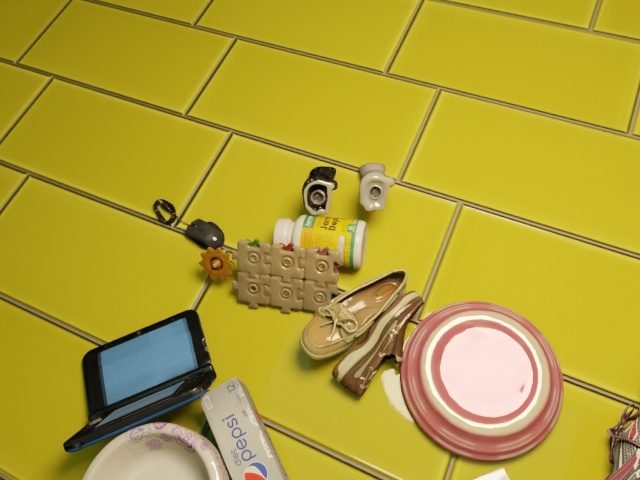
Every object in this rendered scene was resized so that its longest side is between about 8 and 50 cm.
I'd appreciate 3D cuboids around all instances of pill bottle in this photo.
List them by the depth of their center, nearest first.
[{"bbox_3d":[0.000,0.000,1.236,0.208,0.117,0.117,6,65,11],"label":"pill bottle"}]

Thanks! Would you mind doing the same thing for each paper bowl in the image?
[{"bbox_3d":[-0.308,0.508,1.009,0.284,0.148,0.284,-3,64,6],"label":"paper bowl"}]

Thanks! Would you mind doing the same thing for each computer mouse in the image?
[{"bbox_3d":[-0.345,-0.049,1.348,0.242,0.041,0.071,28,71,20],"label":"computer mouse"}]

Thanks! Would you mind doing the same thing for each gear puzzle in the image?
[{"bbox_3d":[-0.120,0.077,1.214,0.339,0.175,0.044,7,23,9],"label":"gear puzzle"}]

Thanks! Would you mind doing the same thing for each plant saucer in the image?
[{"bbox_3d":[0.333,0.276,1.078,0.332,0.084,0.332,-3,64,7],"label":"plant saucer"}]

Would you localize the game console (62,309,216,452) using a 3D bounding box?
[{"bbox_3d":[-0.394,0.285,1.121,0.293,0.250,0.173,-23,89,-4],"label":"game console"}]

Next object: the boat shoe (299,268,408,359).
[{"bbox_3d":[0.074,0.149,1.135,0.285,0.089,0.104,-34,68,-27],"label":"boat shoe"}]

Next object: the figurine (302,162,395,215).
[{"bbox_3d":[0.069,-0.146,1.287,0.215,0.092,0.209,-4,24,4],"label":"figurine"}]

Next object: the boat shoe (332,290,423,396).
[{"bbox_3d":[0.145,0.227,1.126,0.095,0.095,0.257,42,87,21],"label":"boat shoe"}]

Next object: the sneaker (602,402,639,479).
[{"bbox_3d":[0.609,0.365,0.987,0.112,0.121,0.299,3,51,42],"label":"sneaker"}]

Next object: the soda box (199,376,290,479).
[{"bbox_3d":[-0.142,0.429,1.054,0.091,0.098,0.286,-28,64,-8],"label":"soda box"}]

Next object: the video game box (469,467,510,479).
[{"bbox_3d":[0.235,0.470,0.928,0.187,0.205,0.048,-22,59,-4],"label":"video game box"}]
